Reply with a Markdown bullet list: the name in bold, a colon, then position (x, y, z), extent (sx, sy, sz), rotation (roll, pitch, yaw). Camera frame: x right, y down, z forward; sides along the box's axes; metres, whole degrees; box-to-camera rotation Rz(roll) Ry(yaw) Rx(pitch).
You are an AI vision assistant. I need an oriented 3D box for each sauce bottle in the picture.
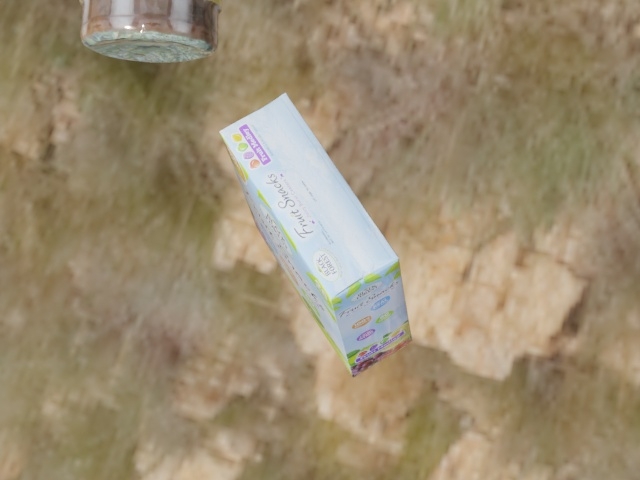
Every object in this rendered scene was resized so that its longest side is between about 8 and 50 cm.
- **sauce bottle**: position (-0.123, -0.312, 1.330), extent (0.111, 0.344, 0.111), rotation (3, 172, 0)

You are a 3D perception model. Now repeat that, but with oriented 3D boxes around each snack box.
- **snack box**: position (0.000, 0.000, 1.434), extent (0.070, 0.174, 0.207), rotation (-31, 158, -7)
